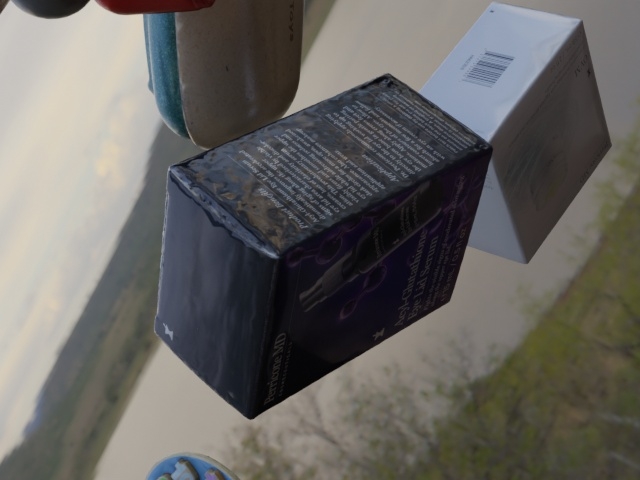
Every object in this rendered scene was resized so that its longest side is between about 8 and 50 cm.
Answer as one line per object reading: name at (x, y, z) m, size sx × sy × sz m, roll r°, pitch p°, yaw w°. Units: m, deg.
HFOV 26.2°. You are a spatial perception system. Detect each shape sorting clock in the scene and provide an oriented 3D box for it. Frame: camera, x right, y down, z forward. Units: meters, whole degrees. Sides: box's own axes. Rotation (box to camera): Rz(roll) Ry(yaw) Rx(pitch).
shape sorting clock at (-0.127, 0.334, 1.539) m, size 0.040 × 0.206 × 0.206 m, roll -22°, pitch -32°, yaw -51°

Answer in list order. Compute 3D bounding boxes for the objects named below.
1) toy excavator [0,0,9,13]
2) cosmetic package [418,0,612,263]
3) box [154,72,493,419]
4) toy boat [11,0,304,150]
toy excavator at (-0.461, -0.509, 1.583) m, size 0.433 × 0.445 × 0.222 m, roll -42°, pitch 20°, yaw 28°
cosmetic package at (0.239, -0.134, 1.722) m, size 0.224 × 0.138 × 0.224 m, roll -51°, pitch -39°, yaw -24°
box at (0.000, 0.000, 0.941) m, size 0.207 × 0.108 × 0.153 m, roll -29°, pitch -36°, yaw -35°
toy boat at (-0.110, -0.198, 1.038) m, size 0.318 × 0.148 × 0.267 m, roll -27°, pitch -60°, yaw -73°
